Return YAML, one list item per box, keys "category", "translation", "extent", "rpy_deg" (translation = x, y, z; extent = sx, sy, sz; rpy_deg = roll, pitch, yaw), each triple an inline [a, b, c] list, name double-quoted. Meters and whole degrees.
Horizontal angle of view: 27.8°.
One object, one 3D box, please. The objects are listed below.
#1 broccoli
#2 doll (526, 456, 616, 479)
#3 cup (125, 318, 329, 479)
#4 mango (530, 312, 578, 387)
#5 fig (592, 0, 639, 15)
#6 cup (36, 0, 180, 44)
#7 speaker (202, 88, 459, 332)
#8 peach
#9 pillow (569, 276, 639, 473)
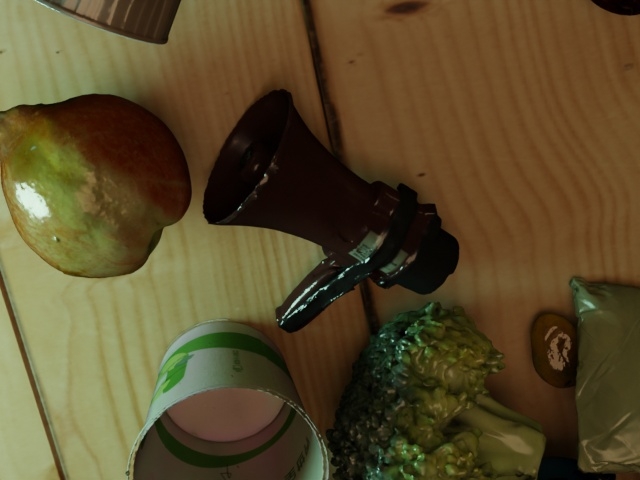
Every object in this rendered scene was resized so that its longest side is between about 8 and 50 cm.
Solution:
- category: "broccoli"
  translation: [0.160, 0.263, 1.757]
  extent: [0.280, 0.293, 0.348]
  rpy_deg: [17, 69, -6]
- category: "doll"
  translation: [0.310, 0.440, 1.819]
  extent: [0.240, 0.310, 0.284]
  rpy_deg: [32, 147, 22]
- category: "cup"
  translation: [-0.122, 0.245, 1.713]
  extent: [0.253, 0.274, 0.253]
  rpy_deg: [-2, 111, -4]
- category: "mango"
  translation: [0.336, 0.156, 1.833]
  extent: [0.078, 0.057, 0.114]
  rpy_deg: [-22, 101, 8]
- category: "fig"
  translation: [0.397, -0.360, 1.629]
  extent: [0.109, 0.103, 0.155]
  rpy_deg: [0, 120, -28]
- category: "cup"
  translation: [-0.256, -0.403, 1.534]
  extent: [0.208, 0.288, 0.273]
  rpy_deg: [9, 112, -46]
- category: "speaker"
  translation: [-0.001, 0.000, 1.691]
  extent: [0.329, 0.198, 0.259]
  rpy_deg: [37, 90, -24]
- category: "peach"
  translation: [-0.295, -0.078, 1.617]
  extent: [0.256, 0.232, 0.232]
  rpy_deg: [35, 103, -6]
- category: "pillow"
  translation: [0.483, 0.191, 1.781]
  extent: [0.280, 0.076, 0.275]
  rpy_deg: [6, 70, -6]
